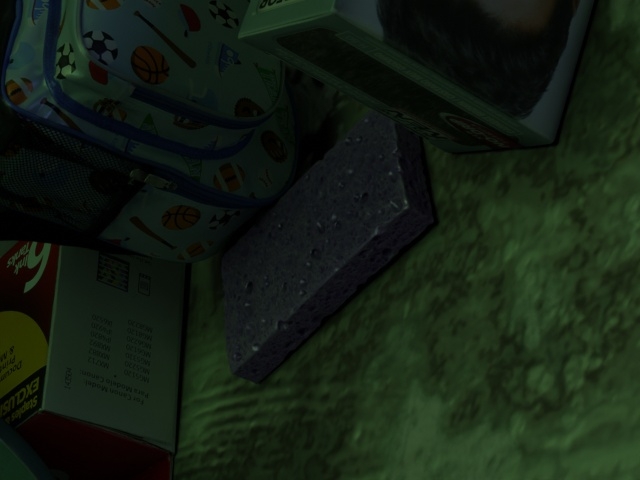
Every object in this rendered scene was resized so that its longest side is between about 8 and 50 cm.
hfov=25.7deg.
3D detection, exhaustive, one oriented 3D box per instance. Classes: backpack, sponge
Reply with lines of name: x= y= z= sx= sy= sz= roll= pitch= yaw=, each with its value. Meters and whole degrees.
backpack: x=-0.140 y=-0.117 z=1.103 sx=0.213 sy=0.263 sz=0.276 roll=-30 pitch=45 yaw=37
sponge: x=0.000 y=0.000 z=1.026 sx=0.210 sy=0.031 sz=0.117 roll=-43 pitch=36 yaw=32

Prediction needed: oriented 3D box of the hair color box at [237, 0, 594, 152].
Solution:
hair color box: x=0.102 y=-0.264 z=0.907 sx=0.113 sy=0.185 sz=0.374 roll=0 pitch=69 yaw=56

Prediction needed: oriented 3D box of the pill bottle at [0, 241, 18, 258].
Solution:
pill bottle: x=-0.338 y=-0.029 z=1.367 sx=0.392 sy=0.224 sz=0.224 roll=-37 pitch=40 yaw=41

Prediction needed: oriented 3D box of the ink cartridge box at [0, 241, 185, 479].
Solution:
ink cartridge box: x=-0.257 y=0.162 z=1.209 sx=0.309 sy=0.130 sz=0.272 roll=-36 pitch=42 yaw=39

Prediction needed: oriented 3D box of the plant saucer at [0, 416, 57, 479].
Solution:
plant saucer: x=-0.312 y=0.218 z=1.131 sx=0.317 sy=0.317 sz=0.044 roll=-36 pitch=9 yaw=40
